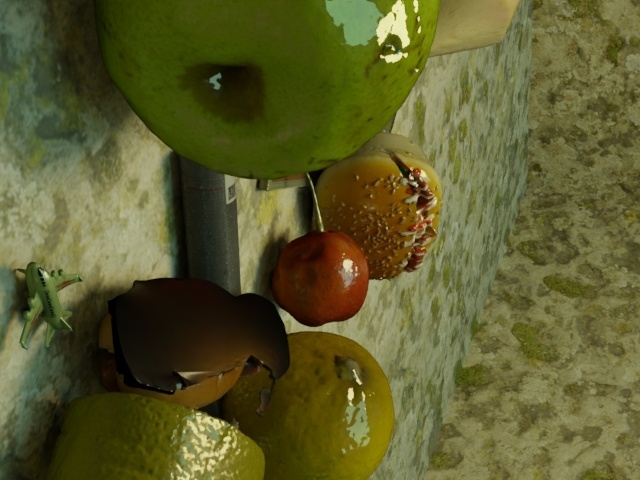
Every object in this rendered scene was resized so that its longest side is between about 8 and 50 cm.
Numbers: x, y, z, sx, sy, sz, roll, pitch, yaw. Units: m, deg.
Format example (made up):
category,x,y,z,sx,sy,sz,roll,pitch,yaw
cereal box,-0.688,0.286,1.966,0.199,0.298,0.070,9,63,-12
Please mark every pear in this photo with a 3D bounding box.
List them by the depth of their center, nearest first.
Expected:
category,x,y,z,sx,sy,sz,roll,pitch,yaw
pear,-0.050,-0.271,0.998,0.391,0.391,0.391,11,90,-70

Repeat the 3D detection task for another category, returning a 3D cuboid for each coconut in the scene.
category,x,y,z,sx,sy,sz,roll,pitch,yaw
coconut,0.188,-0.464,1.581,0.352,0.352,0.353,11,90,-70

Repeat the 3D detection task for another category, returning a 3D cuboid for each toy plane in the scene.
category,x,y,z,sx,sy,sz,roll,pitch,yaw
toy plane,-0.288,0.061,0.979,0.111,0.040,0.102,79,28,-44

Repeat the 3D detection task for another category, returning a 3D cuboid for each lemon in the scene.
category,x,y,z,sx,sy,sz,roll,pitch,yaw
lemon,-0.020,0.276,1.462,0.293,0.293,0.293,11,90,-70

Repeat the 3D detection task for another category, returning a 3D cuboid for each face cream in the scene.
category,x,y,z,sx,sy,sz,roll,pitch,yaw
face cream,-0.147,0.003,1.272,0.073,0.073,0.284,-47,143,-54

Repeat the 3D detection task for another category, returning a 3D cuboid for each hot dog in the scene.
category,x,y,z,sx,sy,sz,roll,pitch,yaw
hot dog,-0.169,0.150,1.175,0.326,0.107,0.194,22,40,-50

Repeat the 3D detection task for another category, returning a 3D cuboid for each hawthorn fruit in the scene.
category,x,y,z,sx,sy,sz,roll,pitch,yaw
hawthorn fruit,0.000,0.000,1.536,0.165,0.165,0.286,-34,129,-62

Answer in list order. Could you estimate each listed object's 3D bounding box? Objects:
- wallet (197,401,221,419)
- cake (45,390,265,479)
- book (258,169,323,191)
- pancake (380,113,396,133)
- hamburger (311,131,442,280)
category,x,y,z,sx,sy,sz,roll,pitch,yaw
wallet,-0.245,0.361,1.226,0.228,0.062,0.406,79,29,-45
cake,-0.177,0.278,1.080,0.260,0.179,0.156,32,58,-36
book,-0.036,-0.170,1.551,0.241,0.018,0.170,-14,114,-68
pancake,0.080,-0.220,1.789,0.294,0.049,0.295,-46,144,-50
hamburger,0.098,-0.052,1.664,0.295,0.227,0.151,93,-2,-52
